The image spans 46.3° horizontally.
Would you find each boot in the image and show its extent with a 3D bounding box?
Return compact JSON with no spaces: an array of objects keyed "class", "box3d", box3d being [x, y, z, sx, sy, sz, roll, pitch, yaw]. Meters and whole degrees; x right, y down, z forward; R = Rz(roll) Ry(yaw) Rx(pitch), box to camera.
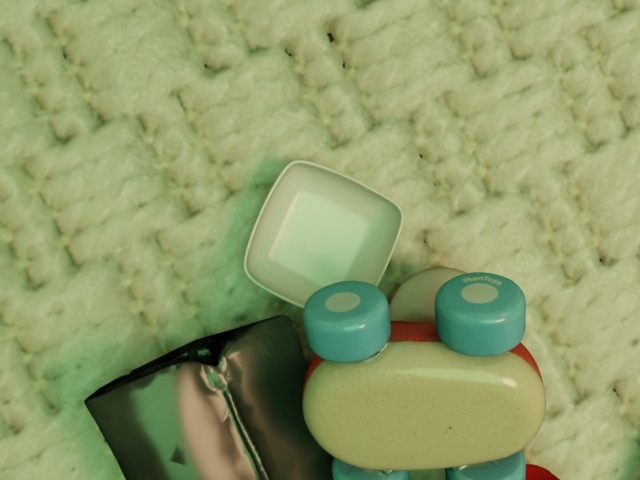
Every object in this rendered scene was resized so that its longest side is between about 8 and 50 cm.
[{"class":"boot","box3d":[-0.110,0.332,0.692,0.367,0.146,0.445,-23,99,-37]}]

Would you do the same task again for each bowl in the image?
[{"class":"bowl","box3d":[0.000,0.000,0.781,0.142,0.053,0.142,24,89,-7]}]

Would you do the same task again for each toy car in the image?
[{"class":"toy car","box3d":[0.096,0.100,0.727,0.210,0.238,0.219,-4,118,9]}]

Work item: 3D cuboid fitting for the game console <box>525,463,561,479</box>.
[{"class":"game console","box3d":[0.181,0.449,0.735,0.386,0.060,0.342,-49,119,-16]}]
